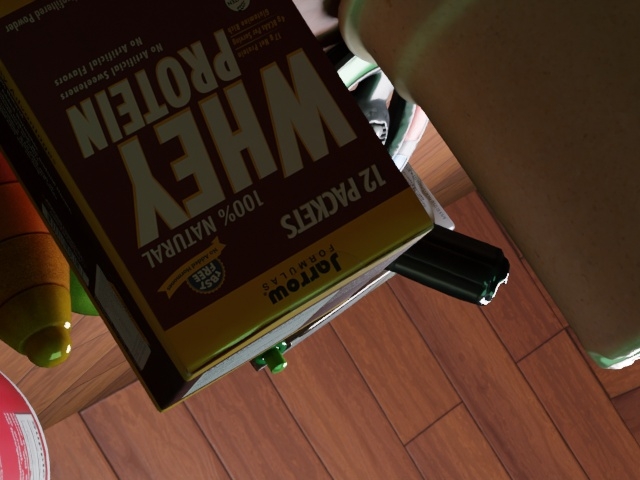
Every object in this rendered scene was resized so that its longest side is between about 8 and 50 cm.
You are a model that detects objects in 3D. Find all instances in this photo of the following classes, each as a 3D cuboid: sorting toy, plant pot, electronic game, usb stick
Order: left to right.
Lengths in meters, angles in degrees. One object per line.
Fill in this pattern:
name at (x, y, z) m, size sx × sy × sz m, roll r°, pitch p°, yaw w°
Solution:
sorting toy at (-0.123, 0.042, 0.828) m, size 0.127 × 0.126 × 0.365 m, roll -41°, pitch 154°, yaw 16°
usb stick at (0.003, -0.021, 0.883) m, size 0.077 × 0.278 × 0.045 m, roll -27°, pitch 138°, yaw -83°
electronic game at (0.024, -0.085, 1.046) m, size 0.229 × 0.048 × 0.229 m, roll -39°, pitch 152°, yaw -26°
plant pot at (0.225, -0.091, 0.849) m, size 0.333 × 0.305 × 0.334 m, roll -23°, pitch 165°, yaw -6°

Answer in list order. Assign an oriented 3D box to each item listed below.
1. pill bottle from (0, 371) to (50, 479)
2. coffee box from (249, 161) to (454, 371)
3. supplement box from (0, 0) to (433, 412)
pill bottle at (-0.331, 0.184, 0.918) m, size 0.229 × 0.229 × 0.408 m, roll -31°, pitch 175°, yaw -7°
coffee box at (0.000, 0.000, 1.193) m, size 0.246 × 0.141 × 0.098 m, roll -34°, pitch 175°, yaw -44°
supplement box at (-0.069, -0.034, 0.617) m, size 0.129 × 0.191 × 0.194 m, roll -31°, pitch 175°, yaw -16°
